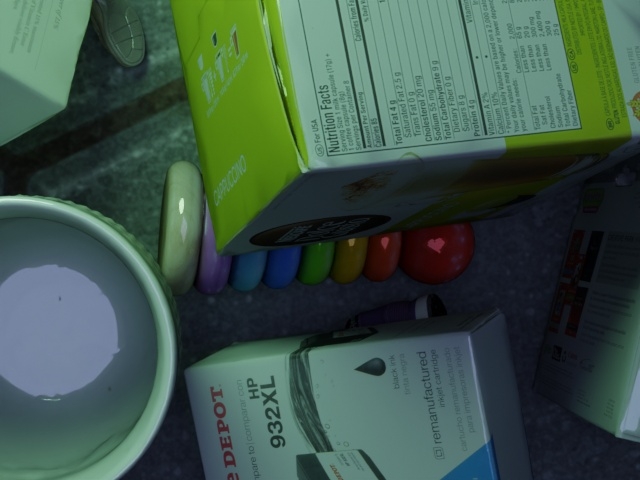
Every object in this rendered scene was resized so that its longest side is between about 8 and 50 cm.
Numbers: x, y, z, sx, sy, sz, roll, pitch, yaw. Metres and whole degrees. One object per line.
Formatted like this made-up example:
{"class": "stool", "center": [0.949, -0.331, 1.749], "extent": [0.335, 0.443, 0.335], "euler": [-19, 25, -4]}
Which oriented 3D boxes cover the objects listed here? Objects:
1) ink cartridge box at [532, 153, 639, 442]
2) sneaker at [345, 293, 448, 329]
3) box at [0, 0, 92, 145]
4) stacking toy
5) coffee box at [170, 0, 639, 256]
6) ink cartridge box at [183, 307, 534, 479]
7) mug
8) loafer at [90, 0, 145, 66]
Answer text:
{"class": "ink cartridge box", "center": [0.336, 0.054, 1.380], "extent": [0.130, 0.309, 0.271], "euler": [13, 91, -5]}
{"class": "sneaker", "center": [0.102, 0.204, 1.486], "extent": [0.124, 0.107, 0.283], "euler": [-14, 93, 16]}
{"class": "box", "center": [-0.396, -0.258, 1.268], "extent": [0.345, 0.168, 0.215], "euler": [31, 52, -36]}
{"class": "stacking toy", "center": [0.000, 0.000, 1.449], "extent": [0.330, 0.141, 0.141], "euler": [5, 91, -10]}
{"class": "coffee box", "center": [0.063, -0.195, 1.273], "extent": [0.335, 0.337, 0.338], "euler": [-8, 80, -18]}
{"class": "ink cartridge box", "center": [0.041, 0.204, 1.386], "extent": [0.308, 0.129, 0.223], "euler": [-9, 94, 23]}
{"class": "mug", "center": [-0.317, 0.105, 1.318], "extent": [0.374, 0.328, 0.276], "euler": [-12, 92, -4]}
{"class": "loafer", "center": [-0.224, -0.240, 1.465], "extent": [0.045, 0.039, 0.125], "euler": [-28, 98, -37]}
